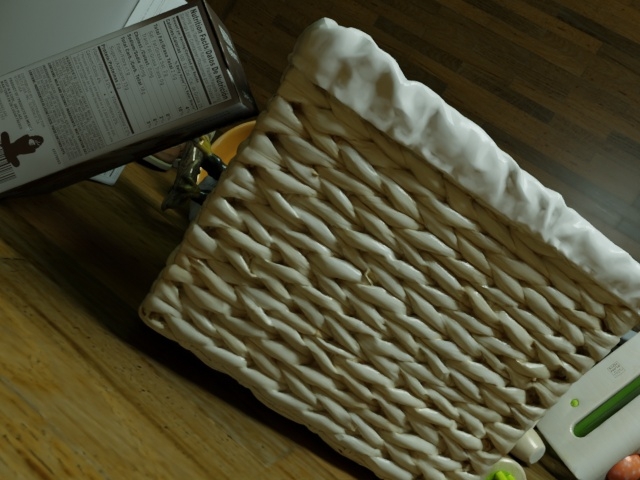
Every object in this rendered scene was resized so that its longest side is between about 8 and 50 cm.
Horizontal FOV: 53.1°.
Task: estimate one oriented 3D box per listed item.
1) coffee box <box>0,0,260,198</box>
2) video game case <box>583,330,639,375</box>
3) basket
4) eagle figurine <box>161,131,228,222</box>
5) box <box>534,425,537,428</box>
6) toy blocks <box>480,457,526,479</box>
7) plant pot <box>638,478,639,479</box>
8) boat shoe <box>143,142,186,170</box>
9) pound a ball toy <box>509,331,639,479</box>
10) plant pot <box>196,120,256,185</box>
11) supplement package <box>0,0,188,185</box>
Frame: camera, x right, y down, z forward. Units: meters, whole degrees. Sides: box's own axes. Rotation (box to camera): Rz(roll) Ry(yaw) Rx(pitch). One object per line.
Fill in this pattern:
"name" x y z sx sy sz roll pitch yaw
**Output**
"coffee box" -0.195 -0.127 0.614 0.141 0.246 0.098 -90 160 -82
"video game case" 0.642 0.302 1.381 0.329 0.036 0.300 -143 -152 -79
"basket" 0.049 0.004 0.603 0.331 0.266 0.328 36 10 -10
"eagle figurine" -0.051 -0.050 0.862 0.298 0.226 0.225 18 29 -13
"box" 0.353 0.245 1.148 0.207 0.108 0.153 28 8 -38
"toy blocks" 0.201 0.261 0.541 0.123 0.054 0.148 33 7 -10
"plant pot" 0.573 0.358 1.043 0.187 0.212 0.212 45 2 -22
"boat shoe" -0.316 -0.212 1.291 0.111 0.104 0.307 33 7 -7
"pound a ball toy" 0.419 0.231 0.876 0.208 0.319 0.136 43 9 -44
"plant pot" -0.078 -0.063 1.051 0.205 0.205 0.188 35 -8 18
"supplement package" -0.315 -0.242 0.832 0.204 0.262 0.145 35 6 16
